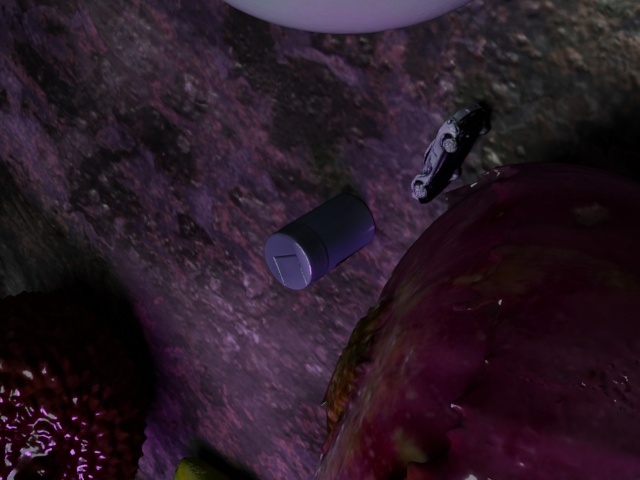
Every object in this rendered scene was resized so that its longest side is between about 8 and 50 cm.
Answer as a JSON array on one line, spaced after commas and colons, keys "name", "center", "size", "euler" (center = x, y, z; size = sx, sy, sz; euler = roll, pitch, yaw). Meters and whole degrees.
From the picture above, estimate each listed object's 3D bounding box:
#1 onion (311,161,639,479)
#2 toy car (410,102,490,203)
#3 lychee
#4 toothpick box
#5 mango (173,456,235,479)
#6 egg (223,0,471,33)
[{"name": "onion", "center": [0.139, 0.147, 0.712], "size": [0.345, 0.358, 0.358], "euler": [46, 139, 6]}, {"name": "toy car", "center": [0.092, -0.063, 0.856], "size": [0.025, 0.041, 0.093], "euler": [47, 138, 17]}, {"name": "lychee", "center": [-0.319, 0.197, 1.275], "size": [0.304, 0.276, 0.275], "euler": [-124, 26, -57]}, {"name": "toothpick box", "center": [0.000, 0.000, 0.956], "size": [0.052, 0.083, 0.052], "euler": [25, 131, 33]}, {"name": "mango", "center": [-0.100, 0.299, 1.266], "size": [0.165, 0.074, 0.091], "euler": [49, 147, 29]}, {"name": "egg", "center": [0.011, -0.232, 0.685], "size": [0.270, 0.220, 0.220], "euler": [23, 130, 33]}]
